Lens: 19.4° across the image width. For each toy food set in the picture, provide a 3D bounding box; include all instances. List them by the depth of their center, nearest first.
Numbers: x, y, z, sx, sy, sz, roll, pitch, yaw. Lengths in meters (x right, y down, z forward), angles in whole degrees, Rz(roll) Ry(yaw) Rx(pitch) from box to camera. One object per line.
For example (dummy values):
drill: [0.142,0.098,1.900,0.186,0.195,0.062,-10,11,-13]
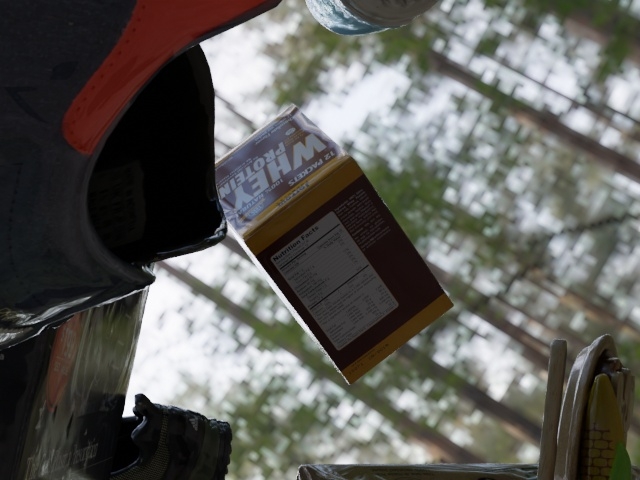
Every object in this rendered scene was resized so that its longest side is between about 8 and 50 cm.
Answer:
toy food set: [0.147,0.114,0.952,0.192,0.038,0.132,19,-104,-71]

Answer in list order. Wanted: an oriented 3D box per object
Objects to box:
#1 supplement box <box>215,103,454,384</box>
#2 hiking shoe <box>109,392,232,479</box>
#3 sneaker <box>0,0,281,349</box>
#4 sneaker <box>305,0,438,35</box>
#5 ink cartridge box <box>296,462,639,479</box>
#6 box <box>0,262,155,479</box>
supplement box: [0.000,0.000,1.835,0.129,0.191,0.194,-37,-63,-3]
hiking shoe: [-0.174,0.189,1.491,0.114,0.086,0.227,34,-57,-26]
sneaker: [-0.114,-0.003,0.571,0.148,0.131,0.350,1,-27,-25]
sneaker: [0.060,-0.318,1.349,0.135,0.150,0.366,25,-102,-17]
ink cartridge box: [0.089,0.238,1.160,0.234,0.088,0.193,2,-65,-20]
box: [-0.204,-0.003,1.112,0.343,0.179,0.312,42,-121,-87]
